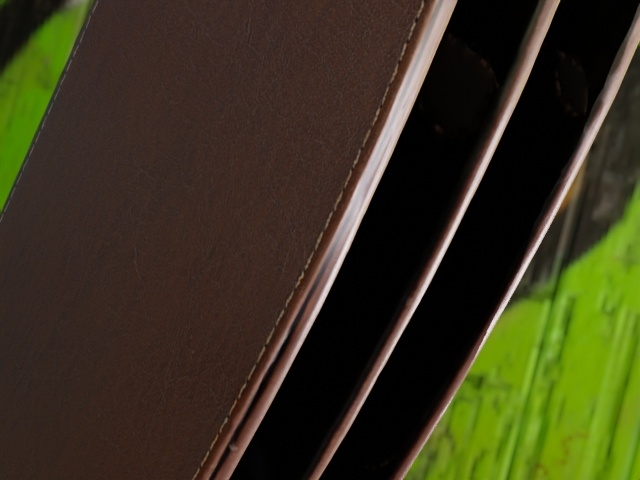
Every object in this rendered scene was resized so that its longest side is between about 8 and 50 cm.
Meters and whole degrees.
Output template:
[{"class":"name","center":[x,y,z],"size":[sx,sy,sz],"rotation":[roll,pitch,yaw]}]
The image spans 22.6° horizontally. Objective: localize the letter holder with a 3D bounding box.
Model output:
[{"class":"letter holder","center":[0.000,0.000,0.578],"size":[0.152,0.301,0.214],"rotation":[16,-159,-32]}]
